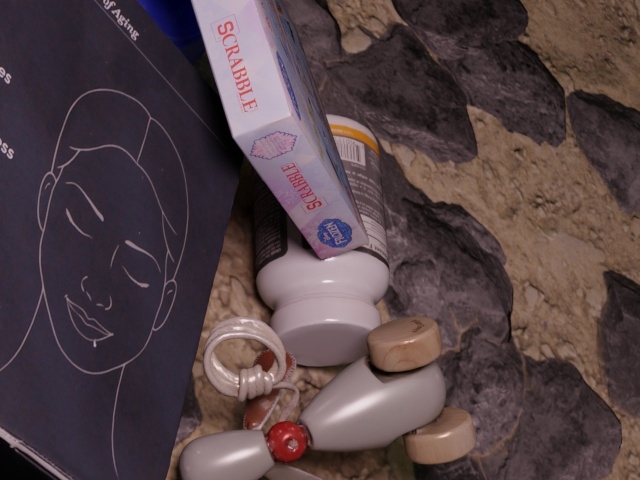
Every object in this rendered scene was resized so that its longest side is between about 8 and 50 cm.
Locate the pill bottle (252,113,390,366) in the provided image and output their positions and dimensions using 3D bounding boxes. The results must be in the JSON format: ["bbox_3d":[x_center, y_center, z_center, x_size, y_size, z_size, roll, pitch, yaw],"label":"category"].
[{"bbox_3d":[0.000,0.000,1.667,0.162,0.162,0.278,15,57,-31],"label":"pill bottle"}]

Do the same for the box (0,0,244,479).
[{"bbox_3d":[-0.339,-0.036,1.223,0.480,0.297,0.472,49,41,-40],"label":"box"}]

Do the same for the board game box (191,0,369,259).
[{"bbox_3d":[-0.056,-0.179,1.491,0.318,0.066,0.319,56,14,-62],"label":"board game box"}]

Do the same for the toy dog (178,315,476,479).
[{"bbox_3d":[0.005,0.186,1.548,0.333,0.161,0.220,3,96,-14],"label":"toy dog"}]

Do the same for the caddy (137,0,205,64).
[{"bbox_3d":[-0.284,-0.293,1.559,0.341,0.241,0.179,18,51,-29],"label":"caddy"}]
